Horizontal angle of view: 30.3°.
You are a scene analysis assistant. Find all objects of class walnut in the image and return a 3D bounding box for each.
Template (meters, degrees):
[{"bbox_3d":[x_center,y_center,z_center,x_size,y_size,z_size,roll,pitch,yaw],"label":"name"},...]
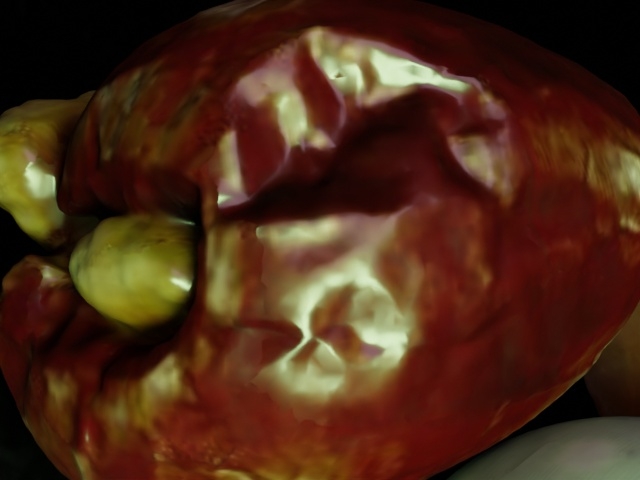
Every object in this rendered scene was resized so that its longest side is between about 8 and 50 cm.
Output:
[{"bbox_3d":[0.000,0.000,0.516,0.269,0.244,0.221,0,110,-40],"label":"walnut"}]

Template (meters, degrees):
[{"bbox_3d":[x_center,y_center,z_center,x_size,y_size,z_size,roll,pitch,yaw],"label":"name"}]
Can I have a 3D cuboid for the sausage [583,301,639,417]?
[{"bbox_3d":[0.217,0.109,0.662,0.094,0.097,0.348,-12,78,-45],"label":"sausage"}]

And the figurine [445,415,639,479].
[{"bbox_3d":[0.095,0.208,0.435,0.253,0.211,0.361,33,42,30],"label":"figurine"}]
